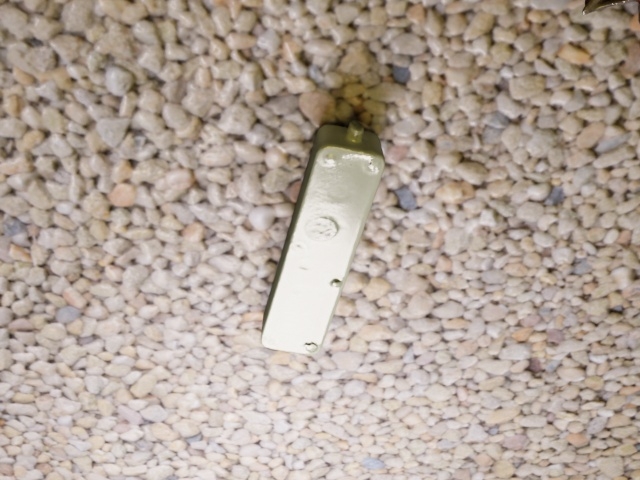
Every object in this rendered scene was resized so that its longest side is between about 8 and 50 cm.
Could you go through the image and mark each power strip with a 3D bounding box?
[{"bbox_3d":[0.000,0.000,1.324,0.091,0.062,0.385,10,128,-10],"label":"power strip"}]

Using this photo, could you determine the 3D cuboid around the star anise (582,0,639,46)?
[{"bbox_3d":[0.402,-0.315,1.063,0.236,0.109,0.223,-1,107,16],"label":"star anise"}]
